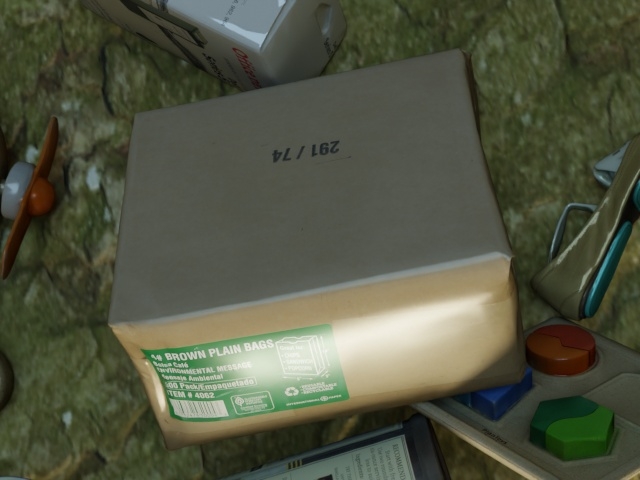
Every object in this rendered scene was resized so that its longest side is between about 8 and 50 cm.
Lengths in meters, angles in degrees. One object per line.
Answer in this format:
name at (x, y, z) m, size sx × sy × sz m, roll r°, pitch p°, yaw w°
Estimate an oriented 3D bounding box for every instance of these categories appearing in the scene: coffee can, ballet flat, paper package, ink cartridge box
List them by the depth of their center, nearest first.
coffee can at (-0.007, 0.286, 1.055) m, size 0.275 × 0.201 × 0.201 m, roll -18°, pitch 77°, yaw 5°
paper package at (0.000, 0.000, 1.061) m, size 0.325 × 0.168 × 0.309 m, roll -10°, pitch 40°, yaw 6°
ballet flat at (0.276, -0.036, 1.147) m, size 0.073 × 0.080 × 0.232 m, roll 29°, pitch 82°, yaw 28°
ink cartridge box at (-0.127, -0.254, 1.183) m, size 0.273 × 0.198 × 0.115 m, roll 29°, pitch 84°, yaw 13°

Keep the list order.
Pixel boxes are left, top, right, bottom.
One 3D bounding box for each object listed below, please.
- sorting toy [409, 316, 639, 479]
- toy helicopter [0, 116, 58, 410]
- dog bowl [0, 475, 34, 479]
sorting toy at (0.239, 0.143, 0.988) m, size 0.307 × 0.229 × 0.041 m, roll 26°, pitch 125°, yaw 49°
toy helicopter at (-0.364, 0.006, 1.222) m, size 0.235 × 0.140 × 0.355 m, roll -12°, pitch 88°, yaw -4°
dog bowl at (-0.281, 0.352, 1.090) m, size 0.265 × 0.104 × 0.265 m, roll -10°, pitch 63°, yaw 20°
